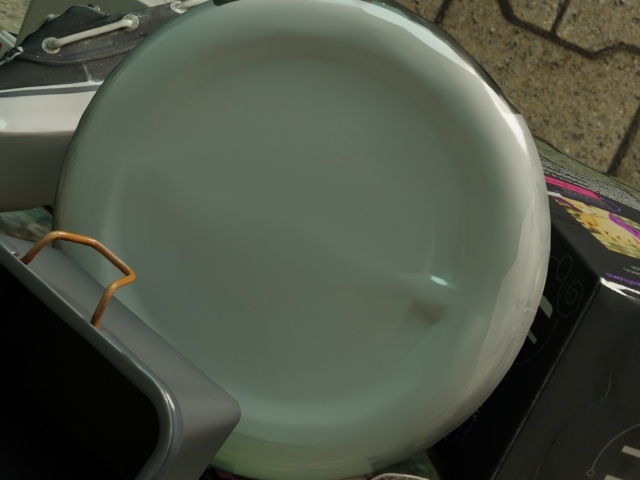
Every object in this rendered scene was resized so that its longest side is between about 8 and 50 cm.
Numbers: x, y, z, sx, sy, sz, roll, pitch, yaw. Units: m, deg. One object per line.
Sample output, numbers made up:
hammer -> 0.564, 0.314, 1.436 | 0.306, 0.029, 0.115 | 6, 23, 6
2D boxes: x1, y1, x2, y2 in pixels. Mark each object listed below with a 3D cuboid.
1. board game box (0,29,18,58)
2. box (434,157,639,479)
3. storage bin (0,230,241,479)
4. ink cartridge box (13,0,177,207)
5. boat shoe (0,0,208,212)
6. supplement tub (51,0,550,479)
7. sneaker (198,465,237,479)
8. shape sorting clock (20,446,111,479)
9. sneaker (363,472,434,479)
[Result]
board game box -> -0.148, -0.114, 1.286 | 0.305, 0.053, 0.193 | 10, 19, -44
box -> 0.153, 0.060, 0.856 | 0.143, 0.165, 0.270 | 20, 18, -16
storage bin -> -0.093, 0.045, 0.474 | 0.135, 0.098, 0.091 | 38, 10, 18
ink cartridge box -> -0.104, -0.097, 1.045 | 0.171, 0.168, 0.232 | 33, 16, 39
boat shoe -> -0.146, -0.098, 0.847 | 0.301, 0.102, 0.108 | -14, -23, -3
supplement tub -> 0.000, 0.000, 0.689 | 0.207, 0.207, 0.338 | 24, 0, 4
sneaker -> -0.087, 0.112, 0.564 | 0.119, 0.047, 0.057 | 19, 36, -14
shape sorting clock -> -0.081, 0.137, 0.455 | 0.206, 0.040, 0.206 | 28, 19, -11
sneaker -> 0.108, 0.135, 0.487 | 0.121, 0.112, 0.299 | -19, 18, -32
